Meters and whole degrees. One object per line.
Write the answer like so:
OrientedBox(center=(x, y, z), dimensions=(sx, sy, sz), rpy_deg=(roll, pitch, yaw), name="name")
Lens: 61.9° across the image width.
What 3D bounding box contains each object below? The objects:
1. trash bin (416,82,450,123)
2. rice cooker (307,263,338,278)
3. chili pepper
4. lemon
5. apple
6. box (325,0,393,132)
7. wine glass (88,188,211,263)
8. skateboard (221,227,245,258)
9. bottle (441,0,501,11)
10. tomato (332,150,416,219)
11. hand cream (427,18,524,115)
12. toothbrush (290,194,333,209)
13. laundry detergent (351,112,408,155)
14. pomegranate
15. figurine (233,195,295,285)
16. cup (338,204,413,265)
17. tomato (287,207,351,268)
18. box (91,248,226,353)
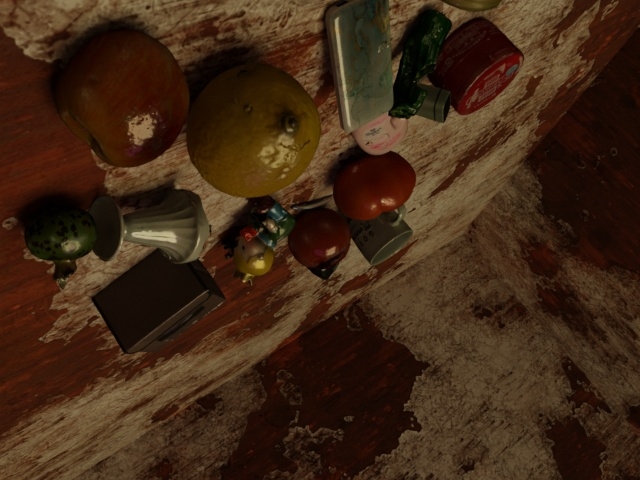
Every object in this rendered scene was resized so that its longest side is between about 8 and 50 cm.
OrientedBox(center=(0.276, -0.371, 1.422), dimensions=(0.059, 0.130, 0.116), rpy_deg=(-66, 163, -7), name="trash bin")
OrientedBox(center=(0.000, 0.068, 1.997), dimensions=(0.118, 0.142, 0.203), rpy_deg=(-46, 165, -15), name="rice cooker")
OrientedBox(center=(0.223, -0.405, 1.238), dimensions=(0.083, 0.099, 0.253), rpy_deg=(14, 103, -25), name="chili pepper")
OrientedBox(center=(-0.127, -0.190, 0.962), dimensions=(0.253, 0.228, 0.228), rpy_deg=(-28, 169, 31), name="lemon")
OrientedBox(center=(-0.280, -0.204, 0.790), dimensions=(0.173, 0.160, 0.195), rpy_deg=(-54, 176, -22), name="apple")
OrientedBox(center=(0.087, -0.366, 1.108), dimensions=(0.142, 0.044, 0.285), rpy_deg=(-31, 142, -15), name="box")
OrientedBox(center=(-0.347, -0.030, 1.075), dimensions=(0.196, 0.165, 0.165), rpy_deg=(0, 140, -51), name="wine glass")
OrientedBox(center=(-0.237, 0.020, 1.560), dimensions=(0.080, 0.067, 0.151), rpy_deg=(-41, 161, -20), name="skateboard")
OrientedBox(center=(0.309, -0.589, 0.900), dimensions=(0.171, 0.171, 0.351), rpy_deg=(-28, 158, -27), name="bottle")
OrientedBox(center=(0.161, -0.171, 1.597), dimensions=(0.259, 0.180, 0.260), rpy_deg=(-27, -164, 9), name="tomato")
OrientedBox(center=(0.414, -0.467, 1.440), dimensions=(0.230, 0.149, 0.230), rpy_deg=(-33, 164, -11), name="hand cream")
OrientedBox(center=(0.005, -0.125, 1.709), dimensions=(0.269, 0.027, 0.021), rpy_deg=(-17, 166, -44), name="toothbrush")
OrientedBox(center=(0.143, -0.323, 1.372), dimensions=(0.159, 0.088, 0.335), rpy_deg=(-37, 162, 6), name="laundry detergent")
OrientedBox(center=(-0.461, 0.008, 0.954), dimensions=(0.122, 0.161, 0.122), rpy_deg=(-4, -179, 0), name="pomegranate")
OrientedBox(center=(-0.176, -0.001, 1.449), dimensions=(0.234, 0.127, 0.185), rpy_deg=(-47, 153, -1), name="figurine")
OrientedBox(center=(0.194, -0.079, 1.840), dimensions=(0.186, 0.234, 0.258), rpy_deg=(-24, 160, -36), name="cup")
OrientedBox(center=(0.000, 0.000, 1.747), dimensions=(0.208, 0.184, 0.208), rpy_deg=(-35, 162, -13), name="tomato")
OrientedBox(center=(-0.402, 0.148, 1.359), dimensions=(0.252, 0.188, 0.153), rpy_deg=(-40, 160, -1), name="box")
